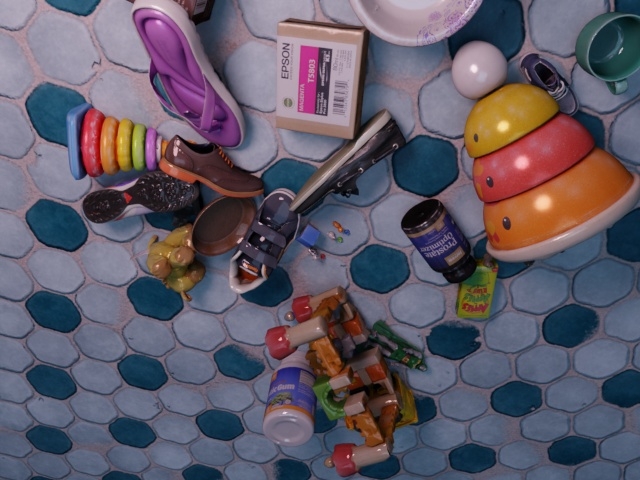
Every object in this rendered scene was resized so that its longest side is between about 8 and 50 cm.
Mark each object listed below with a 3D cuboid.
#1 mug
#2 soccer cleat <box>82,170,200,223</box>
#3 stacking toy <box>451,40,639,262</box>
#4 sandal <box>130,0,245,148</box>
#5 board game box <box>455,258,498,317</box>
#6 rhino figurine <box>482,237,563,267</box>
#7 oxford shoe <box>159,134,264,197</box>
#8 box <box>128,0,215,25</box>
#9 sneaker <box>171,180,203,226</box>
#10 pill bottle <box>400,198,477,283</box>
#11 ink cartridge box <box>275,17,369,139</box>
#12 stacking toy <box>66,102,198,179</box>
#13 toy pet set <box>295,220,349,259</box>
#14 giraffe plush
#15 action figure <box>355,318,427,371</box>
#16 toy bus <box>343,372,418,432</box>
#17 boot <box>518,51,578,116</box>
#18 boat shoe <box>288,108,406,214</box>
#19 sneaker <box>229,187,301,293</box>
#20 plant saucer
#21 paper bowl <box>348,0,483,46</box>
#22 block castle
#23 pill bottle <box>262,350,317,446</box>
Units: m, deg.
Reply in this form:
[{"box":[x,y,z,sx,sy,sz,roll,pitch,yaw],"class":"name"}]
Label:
[{"box":[0.612,-0.404,1.055,0.129,0.097,0.158,10,121,-3],"class":"mug"},{"box":[-0.452,-0.117,1.283,0.317,0.116,0.109,-12,101,12],"class":"soccer cleat"},{"box":[0.437,-0.223,1.108,0.350,0.350,0.480,-31,95,20],"class":"stacking toy"},{"box":[-0.296,-0.323,1.071,0.169,0.102,0.416,9,153,20],"class":"sandal"},{"box":[0.445,0.139,1.414,0.092,0.043,0.182,0,120,4],"class":"board game box"},{"box":[0.556,0.009,1.314,0.243,0.073,0.106,-4,123,5],"class":"rhino figurine"},{"box":[-0.248,-0.179,1.214,0.271,0.097,0.098,14,115,-35],"class":"oxford shoe"},{"box":[-0.312,-0.558,0.989,0.203,0.167,0.169,23,120,-9],"class":"box"},{"box":[-0.364,-0.117,1.317,0.089,0.051,0.170,0,123,0],"class":"sneaker"},{"box":[0.318,0.007,1.300,0.122,0.123,0.219,-32,113,20],"class":"pill bottle"},{"box":[0.001,-0.361,1.108,0.193,0.088,0.235,10,121,11],"class":"ink cartridge box"},{"box":[-0.450,-0.232,1.218,0.301,0.175,0.166,2,116,-13],"class":"stacking toy"},{"box":[0.000,0.000,1.351,0.114,0.065,0.122,35,116,-15],"class":"toy pet set"},{"box":[-0.395,0.078,1.377,0.210,0.182,0.171,-14,126,21],"class":"giraffe plush"},{"box":[0.243,0.351,1.545,0.232,0.064,0.137,29,116,-16],"class":"action figure"},{"box":[0.214,0.563,1.635,0.220,0.150,0.211,-29,130,21],"class":"toy bus"},{"box":[0.520,-0.338,1.106,0.190,0.086,0.069,37,116,-16],"class":"boot"},{"box":[0.069,-0.164,1.216,0.340,0.127,0.113,-44,107,11],"class":"boat shoe"},{"box":[-0.152,0.015,1.329,0.126,0.127,0.321,28,118,3],"class":"sneaker"},{"box":[-0.261,-0.047,1.305,0.036,0.198,0.199,44,124,30],"class":"plant saucer"},{"box":[0.187,-0.542,0.975,0.283,0.148,0.285,2,121,3],"class":"paper bowl"},{"box":[0.035,0.380,1.384,0.212,0.303,0.454,-25,98,21],"class":"block castle"},{"box":[-0.085,0.472,1.512,0.152,0.272,0.153,1,121,2],"class":"pill bottle"}]
